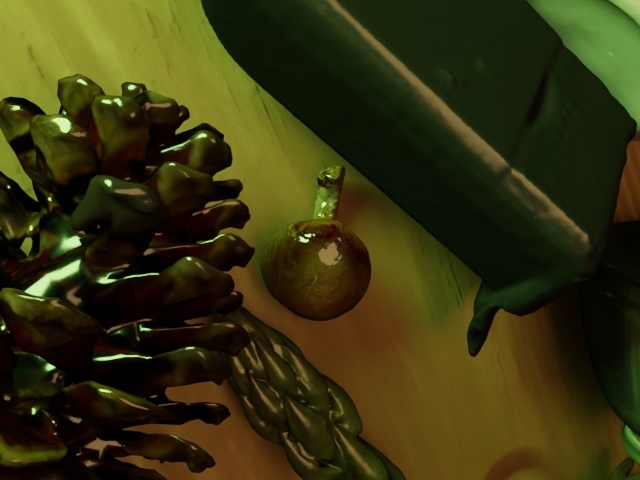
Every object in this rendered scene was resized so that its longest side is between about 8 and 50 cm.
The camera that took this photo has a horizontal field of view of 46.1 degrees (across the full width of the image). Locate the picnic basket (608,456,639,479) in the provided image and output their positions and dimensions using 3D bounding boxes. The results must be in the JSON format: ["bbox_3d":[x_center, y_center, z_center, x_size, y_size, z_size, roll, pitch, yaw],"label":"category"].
[{"bbox_3d":[0.427,0.344,0.756,0.291,0.254,0.321,41,89,-23],"label":"picnic basket"}]

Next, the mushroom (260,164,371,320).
[{"bbox_3d":[-0.002,0.001,0.599,0.088,0.073,0.129,6,90,9],"label":"mushroom"}]

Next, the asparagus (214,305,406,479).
[{"bbox_3d":[-0.003,0.159,0.619,0.080,0.080,0.287,-40,112,-16],"label":"asparagus"}]

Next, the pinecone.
[{"bbox_3d":[-0.152,0.030,0.438,0.246,0.246,0.292,32,64,-27],"label":"pinecone"}]

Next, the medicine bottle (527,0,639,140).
[{"bbox_3d":[0.314,-0.291,0.633,0.219,0.219,0.388,45,76,-24],"label":"medicine bottle"}]

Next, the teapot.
[{"bbox_3d":[0.373,0.095,0.749,0.240,0.321,0.239,2,106,9],"label":"teapot"}]

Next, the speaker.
[{"bbox_3d":[0.069,-0.096,0.576,0.388,0.184,0.180,42,51,-13],"label":"speaker"}]
